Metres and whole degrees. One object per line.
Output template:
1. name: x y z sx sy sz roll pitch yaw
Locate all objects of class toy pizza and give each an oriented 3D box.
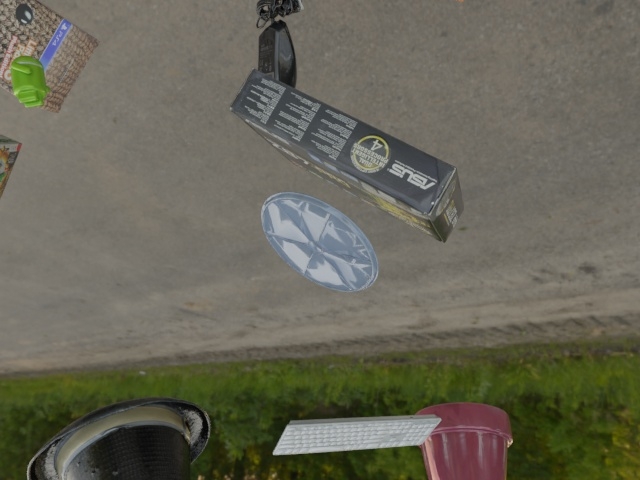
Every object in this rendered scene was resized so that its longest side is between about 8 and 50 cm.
1. toy pizza: 0.000 0.000 0.794 0.201 0.032 0.201 24 146 18

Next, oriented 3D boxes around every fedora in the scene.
1. fedora: -0.315 0.412 0.892 0.334 0.152 0.334 -18 139 -16

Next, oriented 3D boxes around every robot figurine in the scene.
1. robot figurine: -0.647 -0.357 1.178 0.067 0.115 0.101 -12 170 -2

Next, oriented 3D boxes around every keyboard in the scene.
1. keyboard: 0.059 0.287 0.782 0.256 0.014 0.072 7 121 -25

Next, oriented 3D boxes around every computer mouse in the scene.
1. computer mouse: -0.092 -0.431 1.248 0.072 0.272 0.188 -4 -163 -31

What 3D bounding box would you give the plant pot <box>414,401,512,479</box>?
1. plant pot: 0.294 0.450 1.080 0.201 0.180 0.201 3 143 2

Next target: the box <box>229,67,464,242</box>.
1. box: 0.068 -0.143 0.983 0.395 0.097 0.318 31 180 18

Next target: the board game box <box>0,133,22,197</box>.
1. board game box: -0.686 -0.107 1.018 0.053 0.193 0.305 24 -173 -13

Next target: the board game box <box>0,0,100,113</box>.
1. board game box: -0.778 -0.515 1.375 0.291 0.232 0.141 33 -174 2
